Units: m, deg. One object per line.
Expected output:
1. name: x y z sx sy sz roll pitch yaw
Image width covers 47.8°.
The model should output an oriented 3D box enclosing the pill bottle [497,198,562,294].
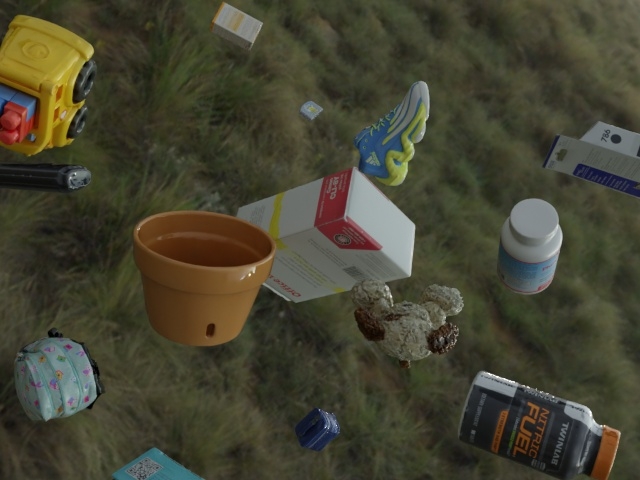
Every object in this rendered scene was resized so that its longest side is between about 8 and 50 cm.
1. pill bottle: 0.310 0.009 1.072 0.160 0.087 0.087 73 -1 -58

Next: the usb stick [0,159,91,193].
1. usb stick: -0.499 -0.106 1.165 0.077 0.277 0.045 -23 115 -66

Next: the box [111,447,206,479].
1. box: -0.162 0.361 0.802 0.100 0.245 0.060 16 29 38

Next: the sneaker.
1. sneaker: 0.140 -0.221 1.490 0.126 0.240 0.091 9 34 -8

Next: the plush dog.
1. plush dog: 0.186 0.203 1.615 0.262 0.211 0.225 5 4 7

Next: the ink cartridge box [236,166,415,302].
1. ink cartridge box: 0.000 0.000 1.811 0.279 0.384 0.161 39 48 -39

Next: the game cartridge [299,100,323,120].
1. game cartridge: -0.033 -0.424 2.351 0.056 0.017 0.083 33 44 7

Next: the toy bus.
1. toy bus: -0.476 -0.215 1.176 0.149 0.220 0.212 21 45 -9

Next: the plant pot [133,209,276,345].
1. plant pot: -0.250 0.083 1.508 0.290 0.204 0.291 9 23 -4

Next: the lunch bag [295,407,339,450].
1. lunch bag: -0.014 0.439 1.676 0.065 0.098 0.067 31 17 -40

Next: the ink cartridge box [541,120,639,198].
1. ink cartridge box: 0.641 -0.156 1.496 0.332 0.165 0.065 20 75 11

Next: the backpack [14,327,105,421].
1. backpack: -0.421 0.224 1.153 0.115 0.182 0.152 -27 97 -35

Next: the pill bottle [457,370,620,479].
1. pill bottle: 0.366 0.317 1.212 0.245 0.131 0.130 16 26 21

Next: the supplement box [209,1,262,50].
1. supplement box: -0.184 -0.467 1.579 0.098 0.036 0.062 27 66 -9
